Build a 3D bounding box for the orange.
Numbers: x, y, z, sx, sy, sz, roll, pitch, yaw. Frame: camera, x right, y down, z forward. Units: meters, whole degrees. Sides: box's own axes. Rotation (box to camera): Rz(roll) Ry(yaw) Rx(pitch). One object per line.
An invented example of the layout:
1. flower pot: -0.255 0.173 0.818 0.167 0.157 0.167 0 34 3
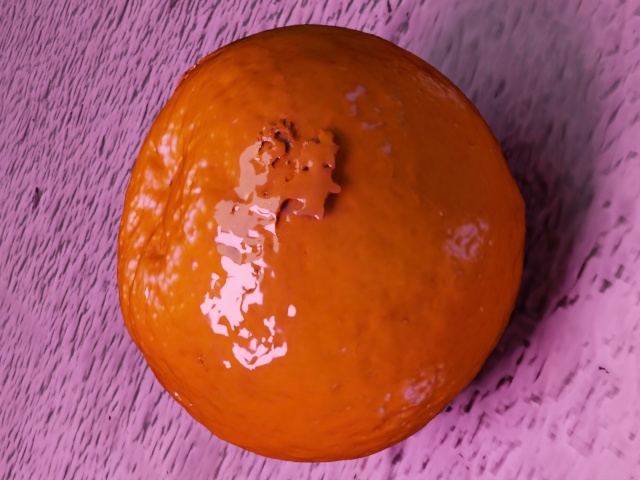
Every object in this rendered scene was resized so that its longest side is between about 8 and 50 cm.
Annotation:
1. orange: -0.001 0.001 0.814 0.219 0.193 0.219 -175 90 -79
